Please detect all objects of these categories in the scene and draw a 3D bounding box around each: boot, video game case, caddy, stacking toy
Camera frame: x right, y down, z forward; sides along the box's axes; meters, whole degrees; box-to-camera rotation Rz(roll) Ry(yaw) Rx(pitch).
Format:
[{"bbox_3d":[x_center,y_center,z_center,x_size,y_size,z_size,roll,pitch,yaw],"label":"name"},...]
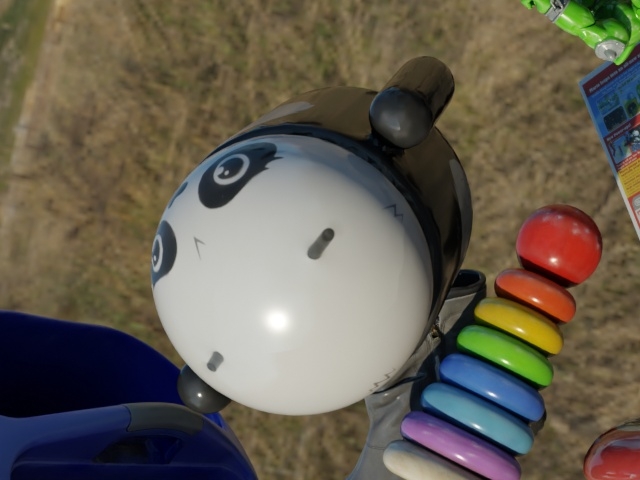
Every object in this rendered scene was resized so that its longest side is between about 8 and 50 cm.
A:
[{"bbox_3d":[0.068,0.188,1.548,0.338,0.222,0.118,-36,26,-11],"label":"boot"},{"bbox_3d":[0.433,-0.112,1.726,0.204,0.025,0.285,-38,67,54],"label":"video game case"},{"bbox_3d":[-0.170,0.175,1.038,0.179,0.341,0.241,-41,65,17],"label":"caddy"},{"bbox_3d":[0.195,0.114,1.447,0.330,0.141,0.141,-62,14,-7],"label":"stacking toy"}]

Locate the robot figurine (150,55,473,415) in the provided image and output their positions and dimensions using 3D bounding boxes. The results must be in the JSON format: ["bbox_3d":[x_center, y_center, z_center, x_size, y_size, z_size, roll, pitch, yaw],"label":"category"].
[{"bbox_3d":[-0.001,-0.003,0.879,0.278,0.174,0.209,-49,-44,-68],"label":"robot figurine"}]

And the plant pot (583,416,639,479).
[{"bbox_3d":[0.232,0.177,0.760,0.191,0.191,0.174,157,106,-71],"label":"plant pot"}]

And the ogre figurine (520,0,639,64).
[{"bbox_3d":[0.303,-0.255,1.499,0.097,0.118,0.197,-46,-9,26],"label":"ogre figurine"}]
